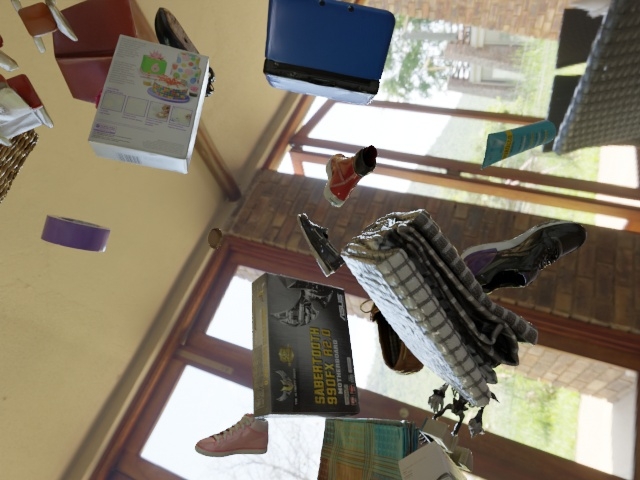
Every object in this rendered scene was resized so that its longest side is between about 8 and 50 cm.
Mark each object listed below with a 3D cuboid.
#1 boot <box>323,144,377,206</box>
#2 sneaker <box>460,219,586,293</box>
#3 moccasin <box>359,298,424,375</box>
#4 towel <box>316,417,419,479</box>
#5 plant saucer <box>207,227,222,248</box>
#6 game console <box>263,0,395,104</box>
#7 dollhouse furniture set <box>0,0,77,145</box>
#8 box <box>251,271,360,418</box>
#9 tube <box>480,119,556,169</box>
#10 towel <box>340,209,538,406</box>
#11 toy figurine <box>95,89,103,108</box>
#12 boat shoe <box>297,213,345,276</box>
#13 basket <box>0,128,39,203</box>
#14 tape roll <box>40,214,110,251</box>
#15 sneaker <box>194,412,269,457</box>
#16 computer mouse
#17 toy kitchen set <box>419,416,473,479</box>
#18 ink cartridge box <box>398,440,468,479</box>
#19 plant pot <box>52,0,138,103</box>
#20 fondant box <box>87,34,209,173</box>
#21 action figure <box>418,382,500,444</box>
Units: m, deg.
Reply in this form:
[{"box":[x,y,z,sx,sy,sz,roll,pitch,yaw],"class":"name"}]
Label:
[{"box":[0.095,-0.220,1.188,0.176,0.088,0.244,-45,22,29],"class":"boot"},{"box":[0.472,0.053,0.952,0.124,0.283,0.107,-95,-17,-57],"class":"sneaker"},{"box":[0.218,0.230,1.329,0.147,0.139,0.380,25,-129,-38],"class":"moccasin"},{"box":[0.087,0.560,0.983,0.370,0.040,0.272,-33,41,55],"class":"towel"},{"box":[-0.417,-0.009,1.651,0.083,0.015,0.084,-17,-71,-61],"class":"plant saucer"},{"box":[0.014,-0.470,1.063,0.250,0.292,0.174,-100,20,-81],"class":"game console"},{"box":[-0.503,-0.284,0.605,0.262,0.259,0.135,-30,-3,-13],"class":"dollhouse furniture set"},{"box":[-0.028,0.184,0.732,0.183,0.056,0.231,18,-127,-35],"class":"box"},{"box":[0.429,-0.218,0.922,0.207,0.052,0.080,-21,-55,-24],"class":"tube"},{"box":[0.151,0.072,0.619,0.121,0.235,0.283,-37,4,-5],"class":"towel"},{"box":[-0.615,-0.404,1.294,0.173,0.159,0.130,-39,-6,10],"class":"toy figurine"},{"box":[0.000,0.000,1.078,0.206,0.064,0.075,62,-179,39],"class":"boat shoe"},{"box":[-0.819,-0.209,0.920,0.223,0.213,0.299,125,161,-67],"class":"basket"},{"box":[-0.802,-0.024,1.383,0.189,0.188,0.080,20,-94,-69],"class":"tape roll"},{"box":[-0.152,0.340,0.745,0.134,0.051,0.070,13,-97,-28],"class":"sneaker"},{"box":[-0.441,-0.591,1.335,0.189,0.072,0.272,-97,-20,-47],"class":"computer mouse"},{"box":[0.267,0.580,1.053,0.166,0.122,0.207,52,-125,-21],"class":"toy kitchen set"},{"box":[0.227,0.484,0.711,0.160,0.092,0.219,52,-171,-12],"class":"ink cartridge box"},{"box":[-0.702,-0.593,1.351,0.267,0.235,0.267,118,138,-63],"class":"plant pot"},{"box":[-0.450,-0.367,1.138,0.096,0.238,0.331,132,146,-70],"class":"fondant box"},{"box":[0.378,0.466,1.155,0.141,0.164,0.276,-13,-52,-62],"class":"action figure"}]
